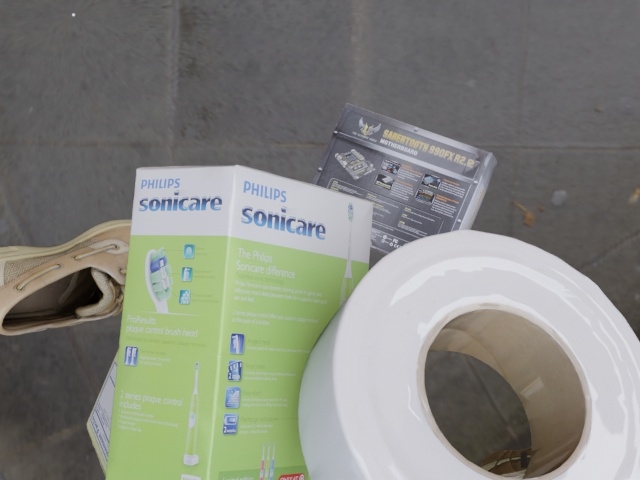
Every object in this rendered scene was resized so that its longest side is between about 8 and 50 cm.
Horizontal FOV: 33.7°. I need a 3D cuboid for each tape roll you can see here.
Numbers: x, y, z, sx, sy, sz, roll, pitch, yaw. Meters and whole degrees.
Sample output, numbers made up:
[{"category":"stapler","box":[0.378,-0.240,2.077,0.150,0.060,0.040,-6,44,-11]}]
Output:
[{"category":"tape roll","box":[0.128,0.138,0.851,0.286,0.100,0.286,9,60,-16]}]

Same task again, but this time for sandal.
[{"category":"sandal","box":[0.357,0.380,1.754,0.180,0.072,0.049,-11,123,22]}]

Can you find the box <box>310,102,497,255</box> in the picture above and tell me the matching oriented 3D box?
[{"category":"box","box":[0.106,-0.071,1.483,0.231,0.056,0.183,21,85,20]}]

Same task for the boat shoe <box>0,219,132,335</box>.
[{"category":"boat shoe","box":[-0.297,0.059,1.364,0.341,0.110,0.121,-15,128,-46]}]

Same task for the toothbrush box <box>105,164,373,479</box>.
[{"category":"toothbrush box","box":[-0.064,0.089,0.930,0.206,0.122,0.283,11,83,-54]}]

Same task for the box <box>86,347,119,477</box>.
[{"category":"box","box":[-0.135,0.176,1.288,0.213,0.117,0.243,13,113,-34]}]
